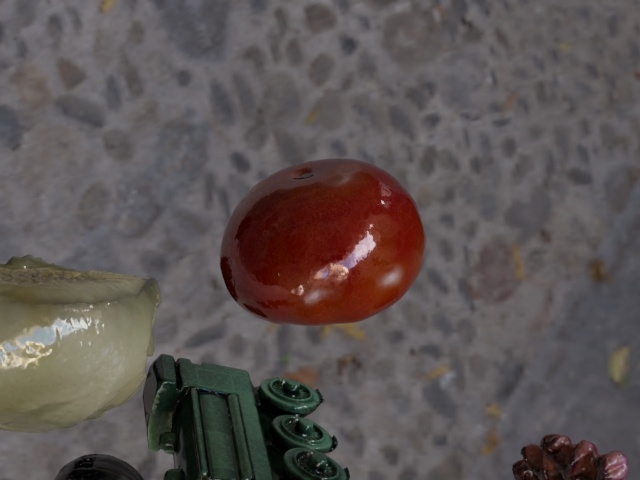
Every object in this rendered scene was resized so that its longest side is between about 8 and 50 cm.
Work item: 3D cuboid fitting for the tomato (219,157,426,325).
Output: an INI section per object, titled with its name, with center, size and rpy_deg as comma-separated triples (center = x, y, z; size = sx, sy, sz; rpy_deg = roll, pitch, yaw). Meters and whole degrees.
[tomato]
center = 0.000, 0.000, 1.474
size = 0.195, 0.195, 0.136
rpy_deg = -28, 115, -38

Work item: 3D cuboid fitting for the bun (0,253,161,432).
[bun]
center = -0.362, 0.129, 1.912
size = 0.364, 0.364, 0.202
rpy_deg = 3, 94, -39

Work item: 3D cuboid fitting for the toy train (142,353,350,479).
[toy train]
center = -0.049, 0.132, 0.951
size = 0.111, 0.170, 0.071
rpy_deg = 10, 110, -13

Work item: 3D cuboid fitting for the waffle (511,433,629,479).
[waffle]
center = 0.290, 0.301, 1.629
size = 0.055, 0.221, 0.234
rpy_deg = -32, 94, -30

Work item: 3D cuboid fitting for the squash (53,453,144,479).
[squash]
center = -0.288, 0.362, 1.984
size = 0.155, 0.193, 0.193
rpy_deg = 16, 74, -24
